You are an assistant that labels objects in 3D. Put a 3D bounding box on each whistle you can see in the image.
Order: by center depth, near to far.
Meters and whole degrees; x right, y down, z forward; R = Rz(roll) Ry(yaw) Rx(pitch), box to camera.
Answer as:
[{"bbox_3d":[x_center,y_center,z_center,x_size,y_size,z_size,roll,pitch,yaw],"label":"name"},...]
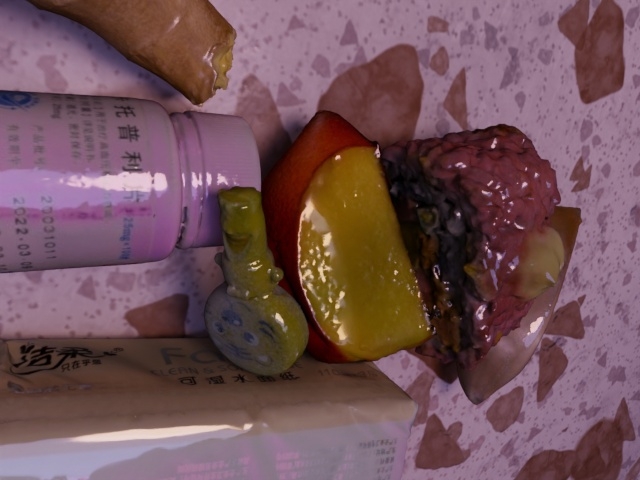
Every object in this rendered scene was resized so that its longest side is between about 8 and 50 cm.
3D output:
[{"bbox_3d":[-0.061,0.040,0.494,0.057,0.104,0.198,-47,143,-49],"label":"whistle"}]

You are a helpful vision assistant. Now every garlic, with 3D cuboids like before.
[{"bbox_3d":[0.281,0.080,0.774,0.112,0.143,0.318,35,81,12],"label":"garlic"}]

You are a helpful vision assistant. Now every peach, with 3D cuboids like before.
[{"bbox_3d":[-0.004,0.005,0.583,0.154,0.159,0.267,-26,103,-32],"label":"peach"}]

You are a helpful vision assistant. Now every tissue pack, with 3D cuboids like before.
[{"bbox_3d":[-0.136,0.280,0.572,0.405,0.205,0.331,5,102,-29],"label":"tissue pack"}]

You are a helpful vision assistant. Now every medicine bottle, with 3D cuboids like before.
[{"bbox_3d":[-0.192,-0.052,0.480,0.254,0.152,0.152,-5,107,-26],"label":"medicine bottle"}]

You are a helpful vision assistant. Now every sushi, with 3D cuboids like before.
[{"bbox_3d":[0.169,0.005,0.638,0.171,0.236,0.270,-19,114,-35],"label":"sushi"}]

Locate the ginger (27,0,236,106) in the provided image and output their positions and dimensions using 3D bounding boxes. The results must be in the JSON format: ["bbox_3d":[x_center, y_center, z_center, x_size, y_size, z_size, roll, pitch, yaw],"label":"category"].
[{"bbox_3d":[-0.228,-0.220,0.382,0.375,0.236,0.166,59,38,-56],"label":"ginger"}]
